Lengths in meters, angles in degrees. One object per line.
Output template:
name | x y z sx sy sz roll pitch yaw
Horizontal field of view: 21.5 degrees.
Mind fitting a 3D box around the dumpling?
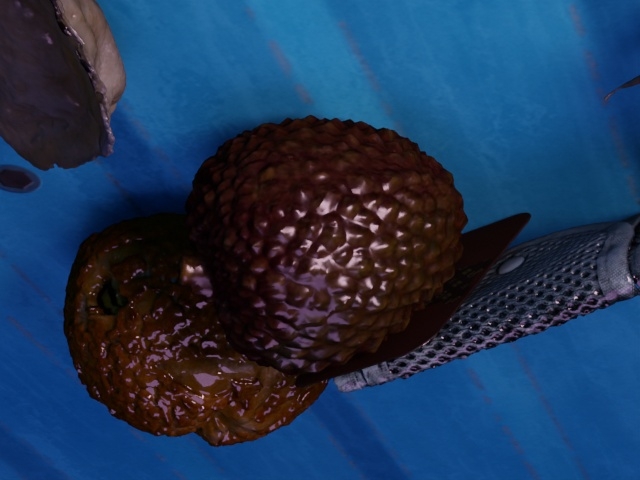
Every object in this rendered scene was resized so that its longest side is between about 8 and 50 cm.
dumpling | -0.215 -0.154 1.442 0.166 0.086 0.332 34 154 13

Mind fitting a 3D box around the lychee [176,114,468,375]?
lychee | 0.000 0.000 1.553 0.271 0.235 0.236 -13 151 -3

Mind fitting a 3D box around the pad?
pad | 0.092 0.055 1.641 0.181 0.267 0.004 -22 107 40

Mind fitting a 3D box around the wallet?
wallet | 0.193 0.049 1.630 0.342 0.075 0.237 -21 -174 24

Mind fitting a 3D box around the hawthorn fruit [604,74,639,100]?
hawthorn fruit | 0.324 -0.148 1.356 0.189 0.149 0.149 34 171 38

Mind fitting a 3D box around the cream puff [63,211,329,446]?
cream puff | -0.124 0.106 1.776 0.303 0.212 0.303 -1 152 -1
